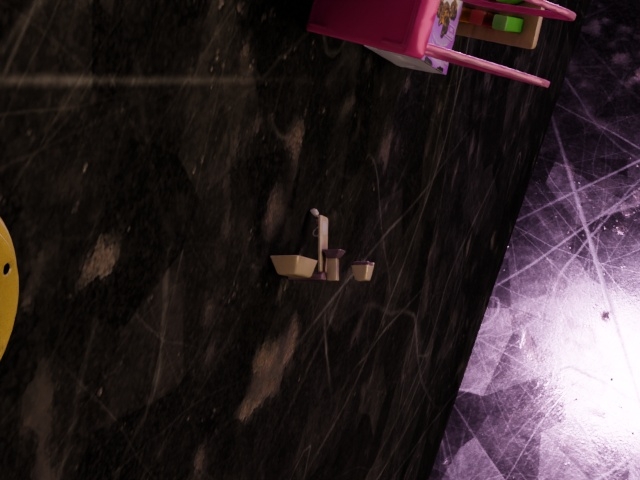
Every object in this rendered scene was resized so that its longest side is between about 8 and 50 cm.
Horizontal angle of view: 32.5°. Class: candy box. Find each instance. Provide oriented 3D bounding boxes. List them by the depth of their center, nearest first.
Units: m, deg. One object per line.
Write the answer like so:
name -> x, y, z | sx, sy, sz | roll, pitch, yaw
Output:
candy box -> 0.126, -0.309, 1.314 | 0.165, 0.070, 0.196 | -4, 108, -72

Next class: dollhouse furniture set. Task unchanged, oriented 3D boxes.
dollhouse furniture set -> 0.000, 0.000, 1.188 | 0.114, 0.091, 0.081 | 18, 72, -70

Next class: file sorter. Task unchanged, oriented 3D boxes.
file sorter -> 0.143, -0.303, 1.009 | 0.182, 0.202, 0.290 | 11, 101, -29

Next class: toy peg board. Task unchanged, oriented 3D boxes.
toy peg board -> 0.207, -0.341, 1.408 | 0.079, 0.161, 0.161 | -11, 116, -60

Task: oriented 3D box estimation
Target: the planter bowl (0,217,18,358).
planter bowl -> -0.207, 0.029, 0.516 | 0.217, 0.090, 0.217 | 16, 90, -73
